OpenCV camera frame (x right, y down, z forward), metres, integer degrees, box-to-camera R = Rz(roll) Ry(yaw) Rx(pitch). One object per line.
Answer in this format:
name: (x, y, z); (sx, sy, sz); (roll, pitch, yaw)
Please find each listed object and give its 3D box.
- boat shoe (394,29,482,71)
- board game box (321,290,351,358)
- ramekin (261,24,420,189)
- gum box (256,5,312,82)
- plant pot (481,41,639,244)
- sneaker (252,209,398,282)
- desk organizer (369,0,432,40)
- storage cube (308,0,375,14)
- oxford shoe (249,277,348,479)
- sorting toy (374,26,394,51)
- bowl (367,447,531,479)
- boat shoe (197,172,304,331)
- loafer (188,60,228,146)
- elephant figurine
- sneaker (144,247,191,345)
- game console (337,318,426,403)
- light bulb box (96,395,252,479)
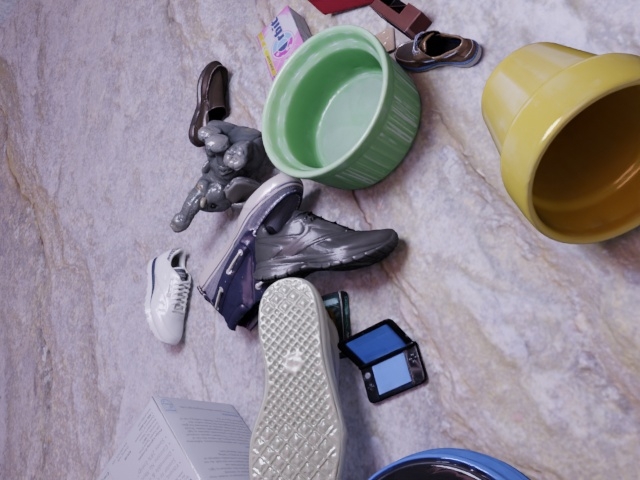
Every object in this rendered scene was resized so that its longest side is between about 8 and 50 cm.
boat shoe: (0.207, -0.361, 1.230); (0.183, 0.066, 0.066); (8, 81, 42)
board game box: (-0.023, 0.178, 1.276); (0.186, 0.026, 0.126); (-19, 64, 36)
ramekin: (0.044, -0.243, 1.276); (0.304, 0.148, 0.303); (-15, 66, 37)
gum box: (-0.068, -0.424, 1.491); (0.107, 0.062, 0.188); (-37, 54, 26)
plant pot: (0.353, -0.161, 0.936); (0.254, 0.254, 0.239); (-47, 34, 19)
sneaker: (0.000, 0.000, 1.217); (0.287, 0.109, 0.130); (-10, 79, 16)
desk organizer: (0.159, -0.452, 1.317); (0.050, 0.047, 0.130); (-50, 50, 14)
storage cube: (0.047, -0.609, 1.359); (0.193, 0.215, 0.183); (-1, 74, 34)
oxford shoe: (-0.031, 0.286, 1.138); (0.169, 0.130, 0.448); (-8, 64, 12)
sorting toy: (0.125, -0.391, 1.348); (0.062, 0.012, 0.083); (-14, 63, 32)
bowl: (0.176, 0.497, 0.940); (0.391, 0.077, 0.390); (-16, 62, 33)
boat shoe: (-0.113, 0.035, 1.352); (0.158, 0.127, 0.340); (51, 117, 32)
loafer: (-0.259, -0.334, 1.627); (0.079, 0.080, 0.219); (9, 86, 32)
elephant figurine: (-0.216, -0.136, 1.474); (0.169, 0.186, 0.239); (-84, 8, -60)
sneaker: (-0.348, 0.128, 1.539); (0.095, 0.090, 0.234); (-24, 62, 23)
game console: (0.103, 0.208, 1.127); (0.122, 0.071, 0.107); (-31, 57, 30)
light bulb box: (-0.243, 0.545, 1.209); (0.357, 0.225, 0.361); (-55, 49, 11)
